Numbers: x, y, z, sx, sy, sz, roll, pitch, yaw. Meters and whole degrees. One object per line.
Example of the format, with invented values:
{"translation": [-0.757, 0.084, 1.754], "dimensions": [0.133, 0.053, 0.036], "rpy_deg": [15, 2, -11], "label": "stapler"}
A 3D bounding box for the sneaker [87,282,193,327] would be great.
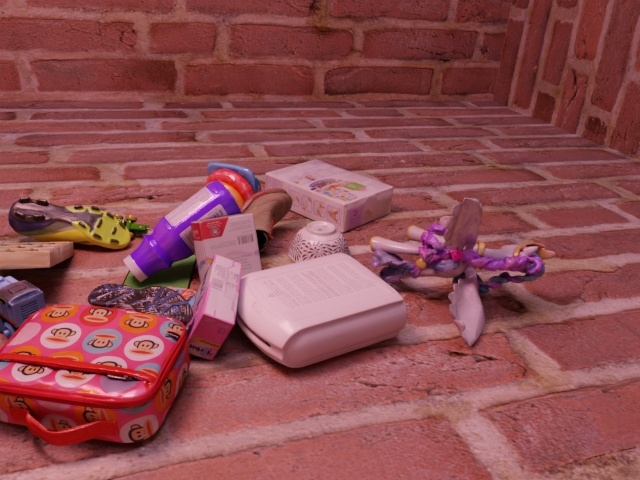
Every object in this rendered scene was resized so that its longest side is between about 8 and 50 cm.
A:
{"translation": [-0.334, 0.136, 1.128], "dimensions": [0.211, 0.081, 0.080], "rpy_deg": [9, 38, 17], "label": "sneaker"}

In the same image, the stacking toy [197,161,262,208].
{"translation": [-0.298, -0.071, 1.591], "dimensions": [0.165, 0.175, 0.302], "rpy_deg": [13, 38, 24], "label": "stacking toy"}

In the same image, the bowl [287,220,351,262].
{"translation": [0.000, 0.000, 1.542], "dimensions": [0.169, 0.080, 0.170], "rpy_deg": [4, 26, -2], "label": "bowl"}

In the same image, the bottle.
{"translation": [-0.318, -0.016, 1.367], "dimensions": [0.282, 0.118, 0.092], "rpy_deg": [-39, 63, -10], "label": "bottle"}

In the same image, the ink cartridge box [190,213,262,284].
{"translation": [-0.206, 0.036, 1.313], "dimensions": [0.127, 0.175, 0.072], "rpy_deg": [-11, 7, -31], "label": "ink cartridge box"}

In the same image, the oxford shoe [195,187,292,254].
{"translation": [-0.163, -0.027, 1.542], "dimensions": [0.130, 0.123, 0.348], "rpy_deg": [22, 41, 26], "label": "oxford shoe"}

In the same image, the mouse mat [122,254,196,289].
{"translation": [-0.379, 0.074, 1.409], "dimensions": [0.152, 0.007, 0.190], "rpy_deg": [2, 25, -4], "label": "mouse mat"}

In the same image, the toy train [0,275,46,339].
{"translation": [-0.606, 0.122, 1.156], "dimensions": [0.184, 0.105, 0.080], "rpy_deg": [21, 30, 31], "label": "toy train"}

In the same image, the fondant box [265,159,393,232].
{"translation": [0.023, -0.147, 1.838], "dimensions": [0.330, 0.096, 0.238], "rpy_deg": [24, 31, 37], "label": "fondant box"}

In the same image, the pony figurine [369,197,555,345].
{"translation": [0.300, 0.042, 1.335], "dimensions": [0.363, 0.303, 0.350], "rpy_deg": [5, 12, 38], "label": "pony figurine"}

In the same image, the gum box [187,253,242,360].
{"translation": [-0.208, 0.123, 1.160], "dimensions": [0.062, 0.107, 0.188], "rpy_deg": [23, 32, -17], "label": "gum box"}

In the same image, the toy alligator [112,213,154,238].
{"translation": [-0.494, -0.032, 1.569], "dimensions": [0.189, 0.056, 0.051], "rpy_deg": [6, -15, 4], "label": "toy alligator"}

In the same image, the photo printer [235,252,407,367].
{"translation": [-0.017, 0.137, 1.217], "dimensions": [0.307, 0.107, 0.256], "rpy_deg": [-12, 30, -30], "label": "photo printer"}

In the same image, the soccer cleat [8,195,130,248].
{"translation": [-0.626, -0.031, 1.491], "dimensions": [0.288, 0.121, 0.094], "rpy_deg": [14, 53, -17], "label": "soccer cleat"}

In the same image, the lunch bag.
{"translation": [-0.383, 0.224, 0.977], "dimensions": [0.292, 0.120, 0.258], "rpy_deg": [6, 29, 6], "label": "lunch bag"}

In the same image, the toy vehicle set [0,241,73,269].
{"translation": [-0.658, 0.031, 1.312], "dimensions": [0.165, 0.035, 0.267], "rpy_deg": [-2, 4, -13], "label": "toy vehicle set"}

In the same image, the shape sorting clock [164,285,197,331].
{"translation": [-0.321, 0.153, 1.212], "dimensions": [0.206, 0.041, 0.206], "rpy_deg": [3, 25, -2], "label": "shape sorting clock"}
